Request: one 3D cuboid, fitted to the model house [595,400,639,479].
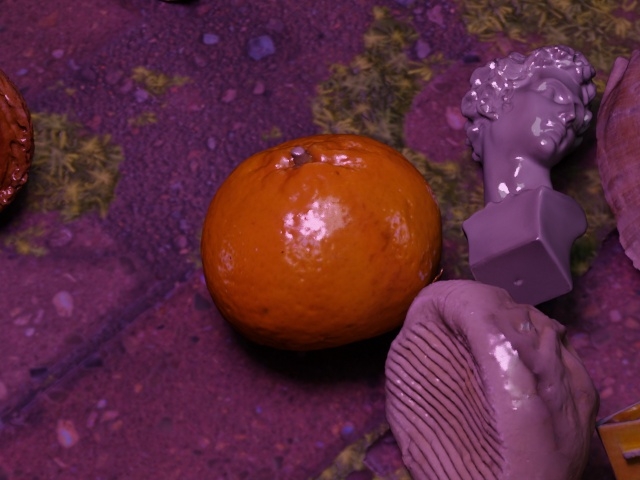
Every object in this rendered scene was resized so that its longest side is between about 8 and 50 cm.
[{"bbox_3d":[0.426,0.188,1.696,0.324,0.340,0.300,-20,96,16],"label":"model house"}]

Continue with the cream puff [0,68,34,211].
[{"bbox_3d":[-0.370,-0.109,1.880,0.183,0.183,0.169,-18,25,-10],"label":"cream puff"}]

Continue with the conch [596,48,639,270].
[{"bbox_3d":[0.380,-0.106,1.837,0.263,0.186,0.324,13,51,19],"label":"conch"}]

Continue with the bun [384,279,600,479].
[{"bbox_3d":[0.154,0.136,1.685,0.133,0.231,0.231,-8,55,-26],"label":"bun"}]

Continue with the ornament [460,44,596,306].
[{"bbox_3d":[0.186,-0.053,1.849,0.130,0.120,0.285,-9,52,28],"label":"ornament"}]

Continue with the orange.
[{"bbox_3d":[0.001,0.001,1.771,0.219,0.193,0.219,3,18,-1],"label":"orange"}]
